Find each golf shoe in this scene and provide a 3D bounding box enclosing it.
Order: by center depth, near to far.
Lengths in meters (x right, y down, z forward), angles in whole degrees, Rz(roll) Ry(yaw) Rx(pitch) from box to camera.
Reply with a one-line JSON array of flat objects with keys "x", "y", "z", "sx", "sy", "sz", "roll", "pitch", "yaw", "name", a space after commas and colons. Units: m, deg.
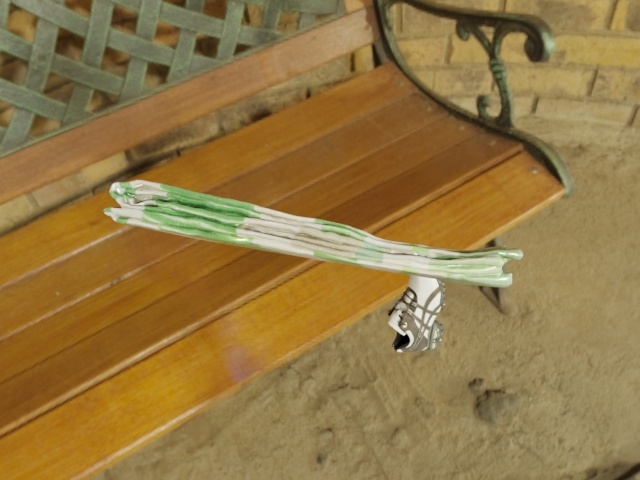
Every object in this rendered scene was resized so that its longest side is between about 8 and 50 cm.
[{"x": 0.164, "y": 0.119, "z": 1.040, "sx": 0.094, "sy": 0.198, "sz": 0.077, "roll": -14, "pitch": 26, "yaw": -16, "name": "golf shoe"}]

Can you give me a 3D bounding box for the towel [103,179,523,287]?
[{"x": 0.000, "y": 0.000, "z": 0.563, "sx": 0.325, "sy": 0.248, "sz": 0.038, "roll": 9, "pitch": 87, "yaw": 6, "name": "towel"}]
